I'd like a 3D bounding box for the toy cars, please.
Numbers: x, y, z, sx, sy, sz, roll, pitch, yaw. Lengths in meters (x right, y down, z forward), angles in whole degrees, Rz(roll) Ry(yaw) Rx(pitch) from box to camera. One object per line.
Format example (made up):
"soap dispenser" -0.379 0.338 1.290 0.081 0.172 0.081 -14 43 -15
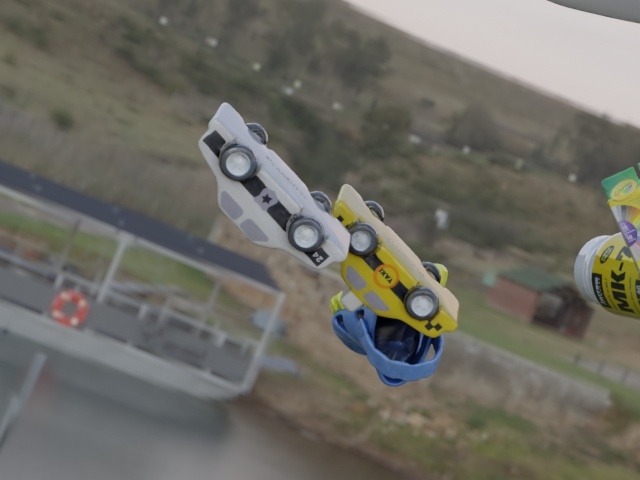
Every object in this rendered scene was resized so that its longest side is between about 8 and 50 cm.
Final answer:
"toy cars" 0.000 0.000 1.623 0.393 0.087 0.176 32 22 -47

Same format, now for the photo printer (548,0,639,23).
"photo printer" 0.332 -0.284 1.215 0.256 0.107 0.307 7 -30 -27

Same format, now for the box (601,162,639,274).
"box" 0.404 -0.008 1.832 0.179 0.105 0.043 66 14 1

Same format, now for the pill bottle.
"pill bottle" 0.437 0.049 2.146 0.119 0.119 0.208 23 -5 -21

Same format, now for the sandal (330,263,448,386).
"sandal" 0.084 0.121 2.017 0.126 0.138 0.317 -3 -11 -6
